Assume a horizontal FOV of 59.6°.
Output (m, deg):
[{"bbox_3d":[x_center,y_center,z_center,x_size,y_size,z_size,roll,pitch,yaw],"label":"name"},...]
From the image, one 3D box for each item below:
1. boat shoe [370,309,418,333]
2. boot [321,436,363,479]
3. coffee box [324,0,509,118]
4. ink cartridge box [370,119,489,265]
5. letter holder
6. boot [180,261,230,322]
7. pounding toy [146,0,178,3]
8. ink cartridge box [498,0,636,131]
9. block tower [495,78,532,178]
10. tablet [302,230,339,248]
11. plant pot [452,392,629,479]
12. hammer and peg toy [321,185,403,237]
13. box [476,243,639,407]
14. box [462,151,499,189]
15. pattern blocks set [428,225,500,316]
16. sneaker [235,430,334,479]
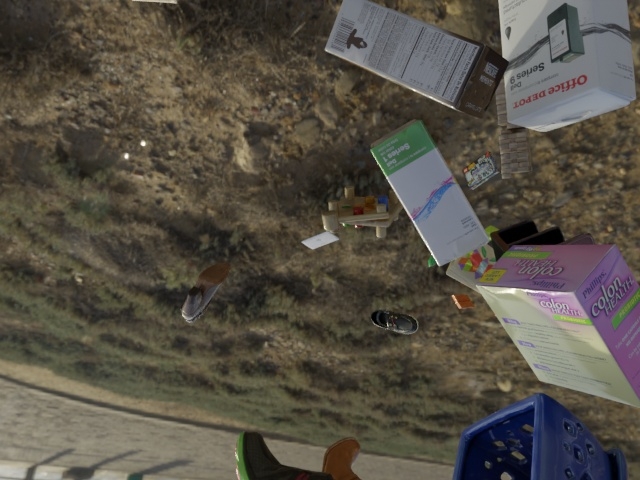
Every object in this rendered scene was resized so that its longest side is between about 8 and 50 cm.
[{"bbox_3d":[0.177,0.197,1.350,0.042,0.048,0.133,8,180,-41],"label":"boat shoe"},{"bbox_3d":[0.078,0.711,1.684,0.284,0.108,0.220,-24,-171,-39],"label":"boot"},{"bbox_3d":[0.152,-0.291,0.886,0.141,0.247,0.098,-11,129,-58],"label":"coffee box"},{"bbox_3d":[0.223,-0.106,1.173,0.117,0.201,0.278,-30,98,11],"label":"ink cartridge box"},{"bbox_3d":[0.604,0.096,1.481,0.215,0.152,0.301,-22,122,2],"label":"letter holder"},{"bbox_3d":[-0.218,0.101,1.060,0.042,0.118,0.086,37,141,17],"label":"boot"},{"bbox_3d":[-0.351,-0.572,1.182,0.141,0.100,0.130,8,151,11],"label":"pounding toy"},{"bbox_3d":[0.480,-0.387,1.104,0.122,0.288,0.211,4,170,-31],"label":"ink cartridge box"},{"bbox_3d":[0.668,-0.386,1.931,0.097,0.335,0.091,-2,-174,29],"label":"block tower"},{"bbox_3d":[0.000,0.000,1.436,0.083,0.006,0.054,-22,147,27],"label":"tablet"},{"bbox_3d":[0.364,0.427,0.919,0.212,0.235,0.236,30,138,-6],"label":"plant pot"},{"bbox_3d":[0.155,-0.091,2.070,0.266,0.361,0.127,6,114,20],"label":"hammer and peg toy"},{"bbox_3d":[0.426,0.134,0.943,0.243,0.117,0.214,53,160,-14],"label":"box"},{"bbox_3d":[0.634,-0.277,2.215,0.027,0.093,0.137,9,147,-37],"label":"box"},{"bbox_3d":[0.490,0.083,1.707,0.325,0.285,0.026,21,163,-6],"label":"pattern blocks set"},{"bbox_3d":[-0.040,0.634,1.336,0.202,0.483,0.185,-32,138,-24],"label":"sneaker"}]
